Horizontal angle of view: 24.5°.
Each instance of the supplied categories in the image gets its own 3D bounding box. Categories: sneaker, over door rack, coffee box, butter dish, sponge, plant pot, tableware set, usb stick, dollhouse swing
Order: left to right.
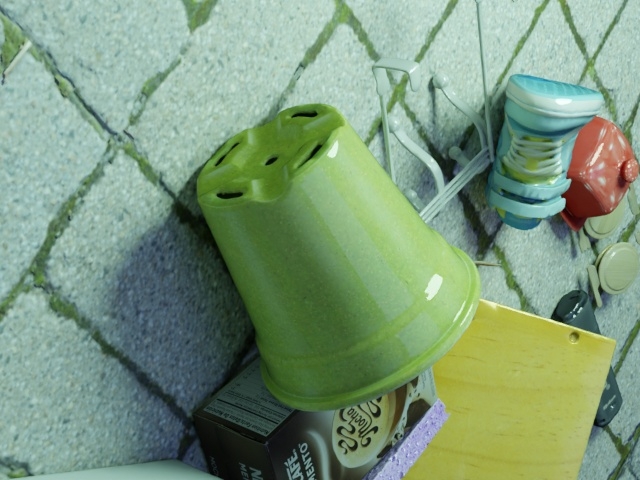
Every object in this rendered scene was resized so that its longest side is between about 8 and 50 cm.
[{"bbox_3d":[0.000,0.000,1.611,0.276,0.276,0.254,-48,123,-30],"label":"plant pot"},{"bbox_3d":[0.002,0.200,1.758,0.297,0.119,0.168,-41,132,-36],"label":"coffee box"},{"bbox_3d":[0.076,0.279,1.849,0.031,0.117,0.210,54,36,-4],"label":"sponge"},{"bbox_3d":[0.126,-0.156,1.789,0.239,0.108,0.324,-45,152,-35],"label":"over door rack"},{"bbox_3d":[0.251,0.277,2.137,0.315,0.305,0.347,18,87,-9],"label":"dollhouse swing"},{"bbox_3d":[0.286,-0.108,1.935,0.319,0.127,0.208,-25,129,-78],"label":"sneaker"},{"bbox_3d":[0.425,0.189,2.335,0.077,0.045,0.278,-51,136,-28],"label":"usb stick"},{"bbox_3d":[0.411,-0.107,2.160,0.160,0.118,0.160,48,65,-40],"label":"butter dish"},{"bbox_3d":[0.445,-0.003,2.304,0.128,0.039,0.194,-32,120,-23],"label":"tableware set"}]

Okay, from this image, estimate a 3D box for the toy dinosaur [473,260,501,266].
[{"bbox_3d":[0.140,0.070,1.946,0.211,0.064,0.112,-48,146,-12],"label":"toy dinosaur"}]

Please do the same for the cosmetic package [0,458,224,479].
[{"bbox_3d":[-0.264,0.363,1.453,0.453,0.161,0.230,2,100,-52],"label":"cosmetic package"}]
